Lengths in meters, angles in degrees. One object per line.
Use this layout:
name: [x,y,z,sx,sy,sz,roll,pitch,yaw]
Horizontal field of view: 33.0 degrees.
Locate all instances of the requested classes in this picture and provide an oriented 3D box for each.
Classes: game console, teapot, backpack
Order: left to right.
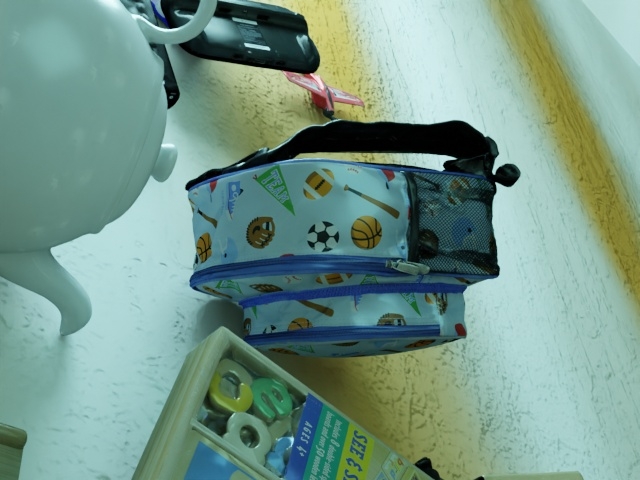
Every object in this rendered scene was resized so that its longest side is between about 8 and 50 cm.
teapot: [-0.201,-0.099,0.860,0.187,0.256,0.252,19,52,-20]
game console: [-0.149,-0.233,1.212,0.361,0.044,0.213,1,59,-38]
backpack: [0.007,0.009,1.023,0.263,0.276,0.213,12,70,-31]

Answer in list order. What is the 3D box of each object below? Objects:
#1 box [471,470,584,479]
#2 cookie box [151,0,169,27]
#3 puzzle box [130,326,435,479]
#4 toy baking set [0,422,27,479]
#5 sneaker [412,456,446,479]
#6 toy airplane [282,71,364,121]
box: [0.261,0.332,1.187,0.201,0.021,0.164,10,48,-44]
cookie box: [-0.157,-0.292,1.320,0.092,0.040,0.107,45,34,-7]
puzzle box: [-0.029,0.278,0.702,0.272,0.052,0.409,38,38,-17]
toy baking set: [-0.287,0.168,0.694,0.256,0.030,0.196,2,54,-49]
sneaker: [0.073,0.232,1.016,0.170,0.075,0.063,27,38,-30]
toy airplane: [-0.010,-0.214,1.426,0.151,0.028,0.151,32,35,-26]
